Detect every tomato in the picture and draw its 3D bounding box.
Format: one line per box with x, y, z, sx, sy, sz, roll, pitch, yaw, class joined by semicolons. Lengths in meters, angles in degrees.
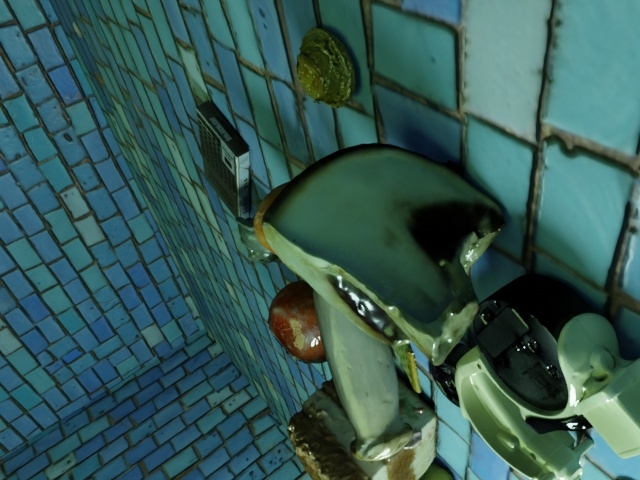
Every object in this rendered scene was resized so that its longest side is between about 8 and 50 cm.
-0.024;0.177;1.448;0.214;0.181;0.155;36;133;30;tomato

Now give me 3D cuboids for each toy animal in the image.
-0.143;0.011;1.519;0.138;0.108;0.236;42;155;34;toy animal

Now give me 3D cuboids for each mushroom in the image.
0.076;0.228;1.197;0.154;0.138;0.407;151;108;-69;mushroom
0.105;0.010;0.803;0.292;0.217;0.212;31;158;31;mushroom

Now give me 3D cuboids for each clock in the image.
0.290;0.212;0.818;0.276;0.120;0.379;52;159;23;clock

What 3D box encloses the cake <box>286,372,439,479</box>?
0.101;0.466;1.361;0.256;0.290;0.282;43;156;37;cake

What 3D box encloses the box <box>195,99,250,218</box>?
-0.249;-0.195;1.548;0.180;0.047;0.325;51;158;18;box

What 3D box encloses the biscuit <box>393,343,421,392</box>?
0.134;0.163;1.122;0.231;0.016;0.139;-113;4;-47;biscuit

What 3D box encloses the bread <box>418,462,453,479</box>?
0.259;0.601;1.433;0.156;0.125;0.086;-9;114;19;bread

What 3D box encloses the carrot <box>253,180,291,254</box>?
0.000;0.000;1.099;0.225;0.159;0.159;39;153;43;carrot

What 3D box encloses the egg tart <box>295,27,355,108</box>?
0.004;-0.251;0.885;0.130;0.052;0.130;45;153;30;egg tart
